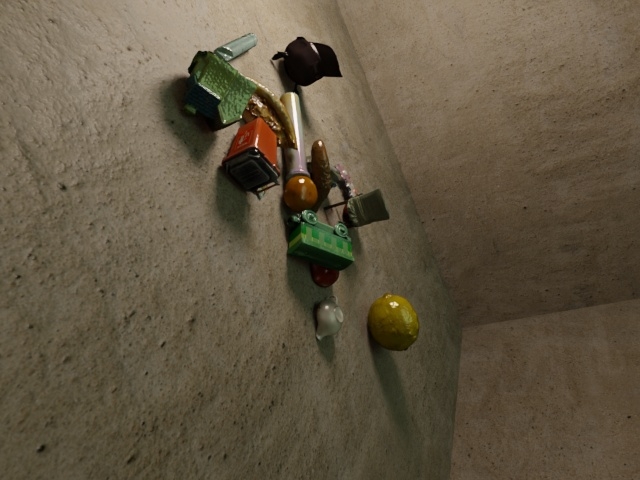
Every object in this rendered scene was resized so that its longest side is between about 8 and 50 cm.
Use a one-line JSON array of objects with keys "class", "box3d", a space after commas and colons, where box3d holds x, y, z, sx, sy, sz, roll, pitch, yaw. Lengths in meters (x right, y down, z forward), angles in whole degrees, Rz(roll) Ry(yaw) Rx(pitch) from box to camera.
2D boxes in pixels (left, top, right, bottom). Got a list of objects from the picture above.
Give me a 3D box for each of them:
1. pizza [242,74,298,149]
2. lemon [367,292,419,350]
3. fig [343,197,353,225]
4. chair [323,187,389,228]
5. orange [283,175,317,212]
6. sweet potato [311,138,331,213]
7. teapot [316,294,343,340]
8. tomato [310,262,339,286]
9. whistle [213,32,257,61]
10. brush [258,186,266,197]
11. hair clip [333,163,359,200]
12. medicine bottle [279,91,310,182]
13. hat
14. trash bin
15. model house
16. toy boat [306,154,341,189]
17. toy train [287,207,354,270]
[{"class": "pizza", "box3d": [-0.214, -0.487, 1.694, 0.182, 0.074, 0.365, -49, 119, -28]}, {"class": "lemon", "box3d": [0.361, 0.407, 2.131, 0.260, 0.260, 0.284, -62, 140, -55]}, {"class": "fig", "box3d": [0.197, -0.131, 2.250, 0.149, 0.148, 0.202, -35, 134, -34]}, {"class": "chair", "box3d": [0.197, -0.147, 2.049, 0.186, 0.319, 0.160, -19, 92, -59]}, {"class": "orange", "box3d": [-0.085, -0.189, 1.769, 0.156, 0.124, 0.156, 1, 88, -47]}, {"class": "sweet potato", "box3d": [0.000, -0.257, 1.846, 0.092, 0.114, 0.341, -10, 116, -30]}, {"class": "teapot", "box3d": [0.041, 0.308, 1.764, 0.145, 0.092, 0.226, 58, 27, -29]}, {"class": "tomato", "box3d": [0.030, 0.115, 1.857, 0.174, 0.082, 0.166, 24, 54, -53]}, {"class": "whistle", "box3d": [-0.334, -0.768, 1.706, 0.062, 0.062, 0.312, 59, 30, -25]}, {"class": "brush", "box3d": [-0.215, -0.248, 1.682, 0.082, 0.010, 0.218, 61, 29, -22]}, {"class": "hair clip", "box3d": [0.146, -0.305, 2.339, 0.146, 0.075, 0.257, -20, 88, -58]}, {"class": "medicine bottle", "box3d": [-0.119, -0.453, 1.887, 0.108, 0.108, 0.426, 28, 50, -54]}, {"class": "hat", "box3d": [-0.073, -0.809, 2.031, 0.209, 0.336, 0.238, -51, 148, -15]}, {"class": "trash bin", "box3d": [-0.229, -0.303, 1.533, 0.184, 0.161, 0.239, 48, 33, -40]}, {"class": "model house", "box3d": [-0.359, -0.471, 1.410, 0.214, 0.195, 0.189, 28, 74, -36]}, {"class": "toy boat", "box3d": [0.005, -0.301, 1.997, 0.269, 0.140, 0.141, 41, 41, -49]}, {"class": "toy train", "box3d": [0.000, 0.000, 1.750, 0.301, 0.120, 0.202, 21, 50, -30]}]
